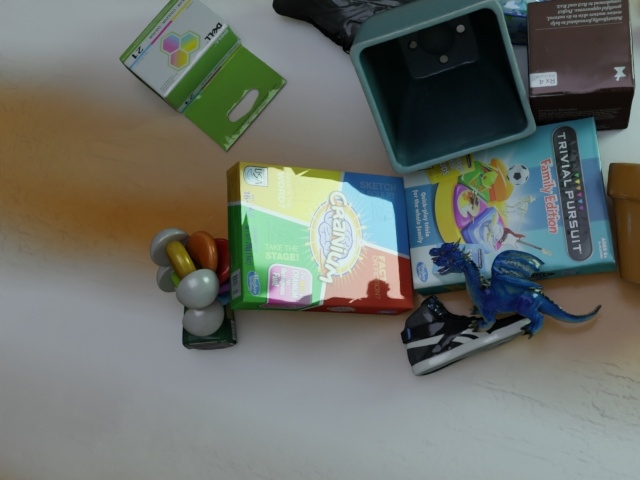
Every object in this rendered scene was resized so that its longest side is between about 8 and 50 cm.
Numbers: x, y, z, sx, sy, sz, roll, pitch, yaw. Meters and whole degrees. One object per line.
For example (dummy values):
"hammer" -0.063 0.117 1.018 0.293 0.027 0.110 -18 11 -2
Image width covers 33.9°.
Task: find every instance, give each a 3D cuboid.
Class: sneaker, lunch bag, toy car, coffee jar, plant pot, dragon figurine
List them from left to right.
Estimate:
"toy car" -0.200 0.058 1.785 0.136 0.182 0.159 -26 54 -18
"coffee jar" -0.203 0.102 1.898 0.096 0.079 0.185 -7 75 12
"sneaker" 0.042 -0.411 1.951 0.286 0.109 0.130 9 85 17
"plant pot" 0.203 -0.305 1.792 0.247 0.247 0.252 -17 30 12
"sneaker" 0.238 0.137 1.782 0.216 0.079 0.121 -23 73 8
"dragon figurine" 0.315 0.074 1.691 0.289 0.144 0.085 6 34 8
"lunch bag" 0.375 -0.403 1.852 0.151 0.129 0.096 17 82 18
"plant pot" 0.561 -0.023 1.693 0.205 0.205 0.188 6 94 15

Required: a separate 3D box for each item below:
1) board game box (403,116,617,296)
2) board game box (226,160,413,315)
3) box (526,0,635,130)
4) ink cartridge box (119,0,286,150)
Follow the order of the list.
"board game box" 0.317 -0.055 1.797 0.335 0.079 0.254 -9 75 16
"board game box" 0.000 0.000 1.786 0.316 0.064 0.242 3 74 -25
"box" 0.436 -0.291 1.772 0.168 0.203 0.167 -2 77 12
"ink cartridge box" -0.221 -0.325 1.995 0.255 0.097 0.189 40 89 20
